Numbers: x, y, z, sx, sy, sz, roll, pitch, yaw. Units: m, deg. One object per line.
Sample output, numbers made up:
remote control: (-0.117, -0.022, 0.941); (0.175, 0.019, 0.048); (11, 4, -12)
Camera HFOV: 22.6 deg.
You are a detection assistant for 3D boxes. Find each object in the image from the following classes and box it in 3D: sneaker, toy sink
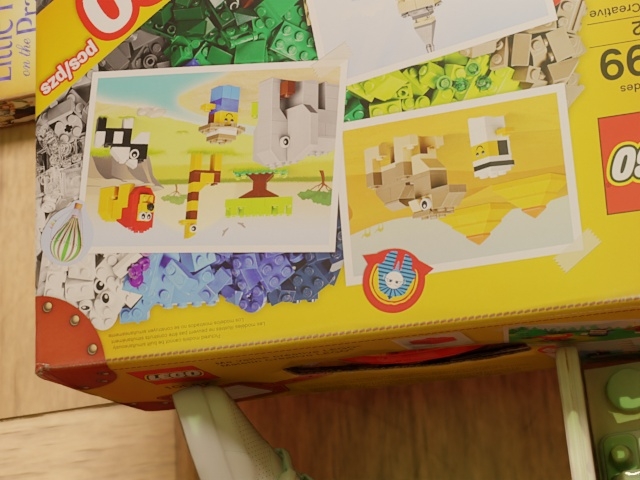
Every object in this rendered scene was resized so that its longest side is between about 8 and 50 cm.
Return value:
sneaker: (0.012, 0.208, 1.202); (0.169, 0.293, 0.108); (-25, 19, -1)
toy sink: (0.252, 0.171, 1.142); (0.131, 0.234, 0.153); (-10, 64, 11)

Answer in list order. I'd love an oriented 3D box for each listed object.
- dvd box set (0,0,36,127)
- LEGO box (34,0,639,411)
dvd box set: (-0.142, -0.281, 1.545); (0.420, 0.062, 0.308); (-9, 65, 11)
LEGO box: (0.052, -0.090, 1.184); (0.500, 0.193, 0.373); (-8, 74, 18)
